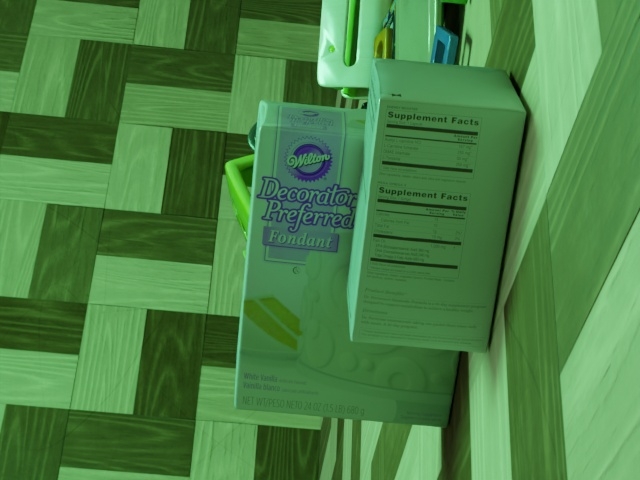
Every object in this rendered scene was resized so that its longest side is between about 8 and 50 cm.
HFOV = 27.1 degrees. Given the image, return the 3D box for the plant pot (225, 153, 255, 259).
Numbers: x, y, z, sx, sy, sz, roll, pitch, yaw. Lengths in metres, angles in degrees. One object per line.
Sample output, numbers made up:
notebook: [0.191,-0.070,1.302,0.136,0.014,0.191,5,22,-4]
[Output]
plant pot: [0.000,0.000,1.949,0.228,0.227,0.207,-120,22,-46]

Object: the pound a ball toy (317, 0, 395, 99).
pound a ball toy: [0.102,-0.403,2.286,0.208,0.136,0.319,12,-98,-68]

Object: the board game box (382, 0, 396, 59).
board game box: [0.127,-0.297,2.099,0.170,0.048,0.141,156,117,-86]

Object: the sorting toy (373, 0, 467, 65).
sorting toy: [0.135,-0.264,1.705,0.348,0.047,0.196,-154,69,-76]

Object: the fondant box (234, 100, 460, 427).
fondant box: [0.038,0.029,1.419,0.096,0.238,0.330,-91,7,-68]

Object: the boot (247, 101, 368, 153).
boot: [0.004,-0.122,2.149,0.280,0.264,0.096,105,145,-62]

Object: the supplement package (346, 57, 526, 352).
supplement package: [0.104,-0.035,1.264,0.139,0.134,0.244,-91,7,-66]
